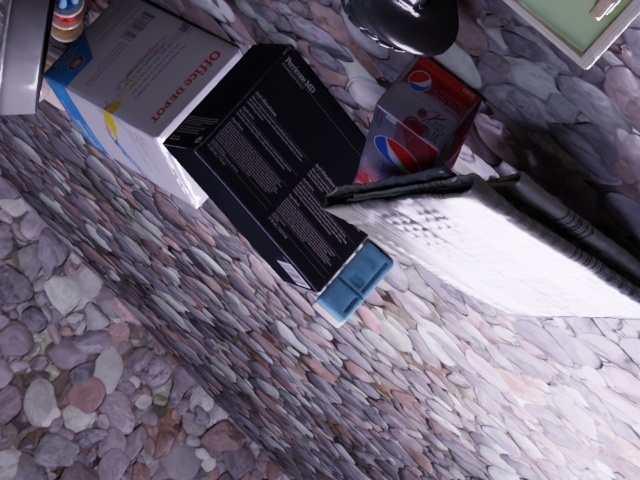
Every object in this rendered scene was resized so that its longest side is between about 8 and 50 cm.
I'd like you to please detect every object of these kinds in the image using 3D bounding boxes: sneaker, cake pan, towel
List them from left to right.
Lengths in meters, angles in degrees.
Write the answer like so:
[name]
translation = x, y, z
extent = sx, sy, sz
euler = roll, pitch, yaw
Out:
[cake pan]
translation = -0.393, -0.301, 2.264
extent = 0.054, 0.293, 0.293
euler = 9, 166, -8
[sneaker]
translation = 0.078, -0.268, 1.541
extent = 0.130, 0.109, 0.286
euler = 20, 156, 37
[towel]
translation = 0.202, 0.003, 1.887
extent = 0.324, 0.056, 0.312
euler = 30, 164, -27

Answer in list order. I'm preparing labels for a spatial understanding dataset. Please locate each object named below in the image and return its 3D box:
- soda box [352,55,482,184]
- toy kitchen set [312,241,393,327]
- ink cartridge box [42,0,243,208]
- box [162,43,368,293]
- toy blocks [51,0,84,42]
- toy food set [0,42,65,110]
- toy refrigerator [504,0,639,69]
[soda box]
translation = 0.108, -0.109, 1.904
extent = 0.092, 0.083, 0.263
euler = 37, 164, 7
[toy kitchen set]
translation = 0.000, 0.000, 2.356
extent = 0.207, 0.122, 0.166
euler = 41, 164, 1
[ink cartridge box]
translation = -0.216, -0.191, 2.265
extent = 0.233, 0.171, 0.168
euler = 31, 161, 34
[box]
translation = -0.042, -0.091, 2.111
extent = 0.261, 0.184, 0.103
euler = 50, 164, -27
[toy blocks]
translation = -0.345, -0.316, 2.441
extent = 0.123, 0.054, 0.148
euler = 41, 163, 2
[toy food set]
translation = -0.352, -0.197, 2.598
extent = 0.306, 0.092, 0.220
euler = 31, 176, 32
[toy refrigerator]
translation = 0.231, -0.233, 1.294
extent = 0.102, 0.094, 0.269
euler = 41, 163, 2
